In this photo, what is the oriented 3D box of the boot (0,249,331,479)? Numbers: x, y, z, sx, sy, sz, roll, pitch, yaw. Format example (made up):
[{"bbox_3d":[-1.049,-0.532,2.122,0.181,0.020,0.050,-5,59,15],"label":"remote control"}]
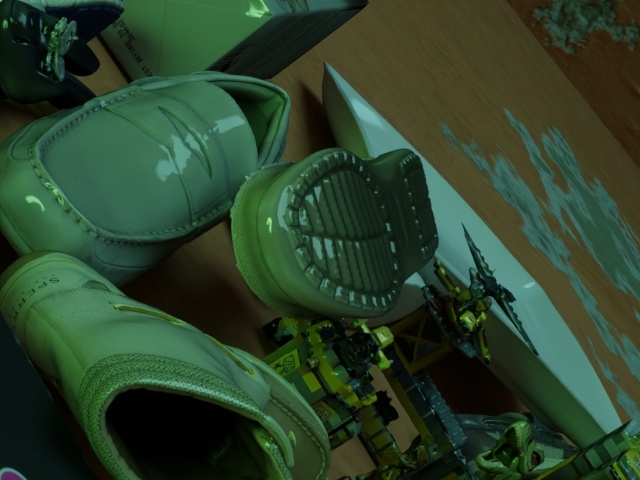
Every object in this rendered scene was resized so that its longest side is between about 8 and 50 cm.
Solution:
[{"bbox_3d":[-0.050,0.095,0.770,0.213,0.077,0.165,37,-2,-33],"label":"boot"}]

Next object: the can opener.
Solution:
[{"bbox_3d":[-0.161,-0.106,0.941,0.186,0.073,0.059,-9,104,-80],"label":"can opener"}]

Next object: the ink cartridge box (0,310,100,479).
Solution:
[{"bbox_3d":[-0.220,-0.004,0.632,0.371,0.069,0.176,56,17,8],"label":"ink cartridge box"}]

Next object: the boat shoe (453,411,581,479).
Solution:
[{"bbox_3d":[0.158,0.169,1.275,0.223,0.080,0.073,14,49,-58],"label":"boat shoe"}]

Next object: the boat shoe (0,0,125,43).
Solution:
[{"bbox_3d":[-0.181,-0.154,0.985,0.066,0.066,0.183,56,18,7],"label":"boat shoe"}]

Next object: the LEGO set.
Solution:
[{"bbox_3d":[0.120,0.142,1.034,0.331,0.192,0.255,60,18,15],"label":"LEGO set"}]

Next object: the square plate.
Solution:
[{"bbox_3d":[0.125,0.024,1.424,0.344,0.049,0.347,44,12,-24],"label":"square plate"}]

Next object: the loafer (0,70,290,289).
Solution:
[{"bbox_3d":[-0.097,-0.049,0.942,0.112,0.111,0.319,53,17,-3],"label":"loafer"}]

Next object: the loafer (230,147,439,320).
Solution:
[{"bbox_3d":[0.000,0.000,0.960,0.268,0.092,0.102,-12,87,-71],"label":"loafer"}]

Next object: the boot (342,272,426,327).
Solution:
[{"bbox_3d":[0.012,0.007,1.194,0.190,0.069,0.086,21,41,-58],"label":"boot"}]

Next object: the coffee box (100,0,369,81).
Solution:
[{"bbox_3d":[-0.084,-0.215,1.259,0.168,0.119,0.297,55,18,0],"label":"coffee box"}]
